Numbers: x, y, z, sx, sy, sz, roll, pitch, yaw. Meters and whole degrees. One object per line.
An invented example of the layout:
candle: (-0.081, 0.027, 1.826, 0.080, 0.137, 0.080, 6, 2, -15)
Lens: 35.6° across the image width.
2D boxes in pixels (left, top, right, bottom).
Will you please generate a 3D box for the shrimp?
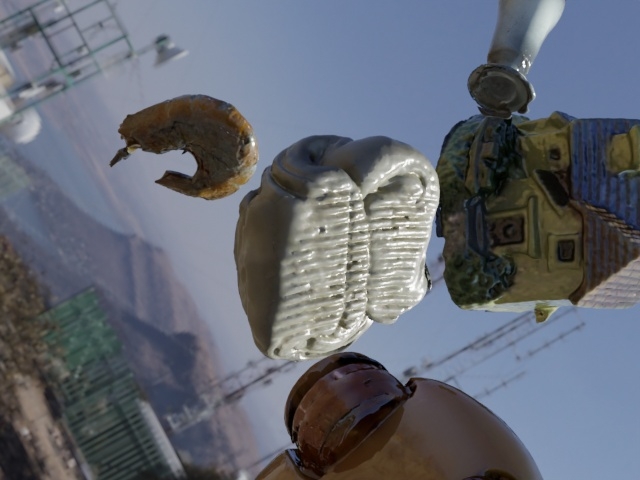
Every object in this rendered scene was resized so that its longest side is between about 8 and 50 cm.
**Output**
shrimp: (-0.156, -0.099, 1.131, 0.051, 0.187, 0.132, -48, 131, -55)

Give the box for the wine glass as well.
wine glass: (0.196, -0.198, 0.994, 0.072, 0.155, 0.072, 17, -34, 12)

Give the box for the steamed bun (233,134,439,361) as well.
steamed bun: (0.002, -0.001, 0.986, 0.144, 0.211, 0.218, 25, -62, 53)

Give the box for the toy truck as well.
toy truck: (0.030, 0.235, 0.655, 0.204, 0.288, 0.211, 41, -7, 47)

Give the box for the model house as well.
model house: (0.340, -0.044, 1.407, 0.266, 0.261, 0.321, -5, -97, 43)
